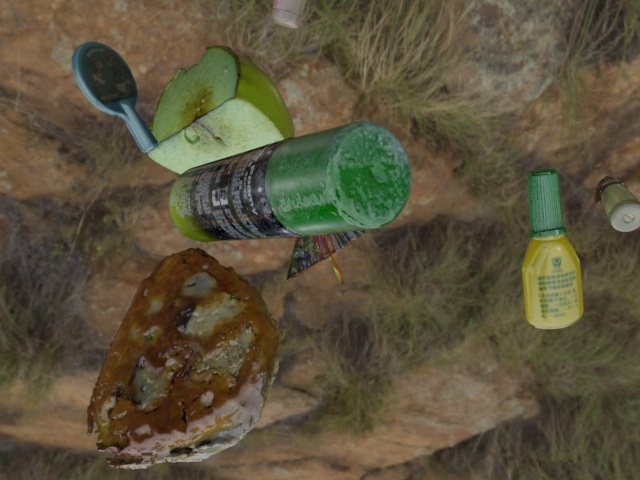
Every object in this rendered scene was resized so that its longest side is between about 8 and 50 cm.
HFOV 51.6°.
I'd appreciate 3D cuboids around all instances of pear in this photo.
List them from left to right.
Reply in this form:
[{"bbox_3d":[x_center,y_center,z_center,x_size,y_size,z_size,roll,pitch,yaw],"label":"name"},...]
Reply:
[{"bbox_3d":[-0.151,-0.217,1.246,0.292,0.160,0.292,5,148,3],"label":"pear"}]

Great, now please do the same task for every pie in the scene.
[{"bbox_3d":[-0.172,0.155,0.850,0.308,0.308,0.085,-8,142,20],"label":"pie"}]

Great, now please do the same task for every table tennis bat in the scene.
[{"bbox_3d":[-0.336,-0.236,1.102,0.033,0.124,0.201,-21,107,32],"label":"table tennis bat"}]

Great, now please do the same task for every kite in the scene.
[{"bbox_3d":[0.000,0.000,1.184,0.014,0.241,0.184,-11,108,42],"label":"kite"}]

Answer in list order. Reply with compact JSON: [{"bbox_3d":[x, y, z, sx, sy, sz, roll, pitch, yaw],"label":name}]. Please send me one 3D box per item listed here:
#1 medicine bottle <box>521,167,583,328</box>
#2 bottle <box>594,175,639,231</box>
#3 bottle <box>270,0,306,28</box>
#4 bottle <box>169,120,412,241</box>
[{"bbox_3d":[0.434,0.017,1.257,0.111,0.076,0.309,-10,103,-5],"label":"medicine bottle"},{"bbox_3d":[0.413,-0.054,0.921,0.047,0.101,0.063,-36,113,23],"label":"bottle"},{"bbox_3d":[-0.037,-0.334,0.877,0.045,0.097,0.045,15,-170,-3],"label":"bottle"},{"bbox_3d":[-0.049,-0.047,0.653,0.093,0.093,0.330,27,164,-30],"label":"bottle"}]
